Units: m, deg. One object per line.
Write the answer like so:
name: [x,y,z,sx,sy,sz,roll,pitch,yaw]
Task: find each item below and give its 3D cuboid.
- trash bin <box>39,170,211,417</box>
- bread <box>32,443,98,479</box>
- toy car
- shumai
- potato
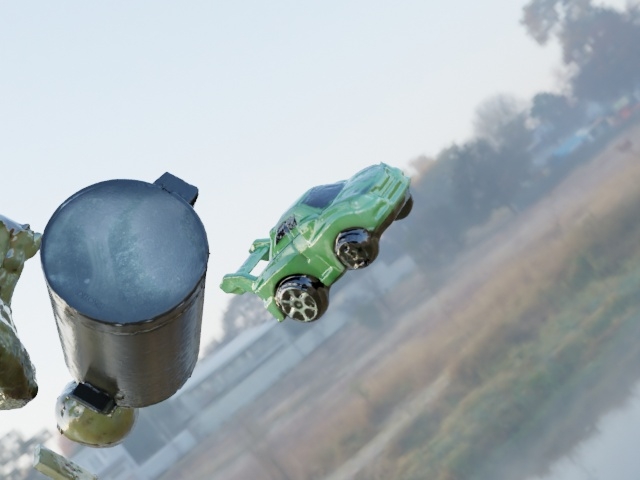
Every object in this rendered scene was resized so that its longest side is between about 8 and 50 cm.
trash bin: [-0.250,0.079,1.461,0.252,0.202,0.302,-59,-9,-29]
bread: [-0.516,0.468,2.244,0.028,0.153,0.068,-47,25,12]
toy car: [0.000,0.000,1.898,0.359,0.176,0.213,-48,2,40]
shumai: [-0.632,0.104,1.974,0.397,0.324,0.324,75,-155,-60]
potato: [-0.446,0.339,2.215,0.165,0.165,0.262,-39,-1,-14]
